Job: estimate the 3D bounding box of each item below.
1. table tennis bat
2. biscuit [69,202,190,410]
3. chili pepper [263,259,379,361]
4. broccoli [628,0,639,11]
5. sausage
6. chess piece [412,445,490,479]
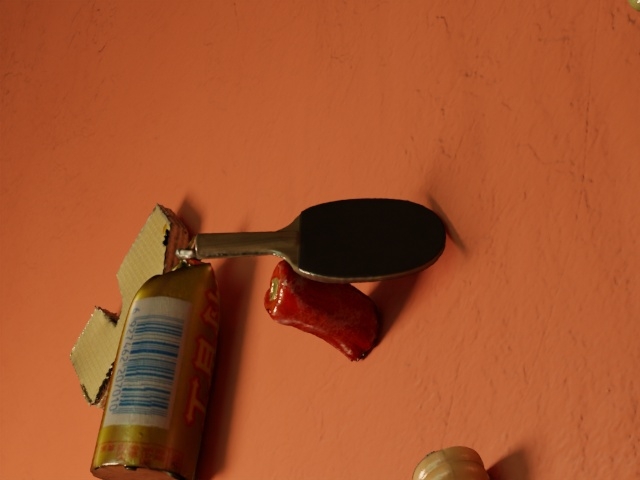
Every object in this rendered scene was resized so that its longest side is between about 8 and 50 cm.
[{"bbox_3d":[0.000,0.000,1.558,0.138,0.246,0.022,-88,-6,-57],"label":"table tennis bat"},{"bbox_3d":[-0.238,0.085,2.020,0.250,0.046,0.147,-61,29,9],"label":"biscuit"},{"bbox_3d":[0.000,0.066,1.580,0.070,0.123,0.073,10,75,58],"label":"chili pepper"},{"bbox_3d":[0.324,-0.238,1.328,0.204,0.118,0.122,145,119,-61],"label":"broccoli"},{"bbox_3d":[-0.176,0.138,1.822,0.125,0.117,0.317,121,162,-60],"label":"sausage"},{"bbox_3d":[0.124,0.238,1.327,0.066,0.066,0.122,-49,40,26],"label":"chess piece"}]
